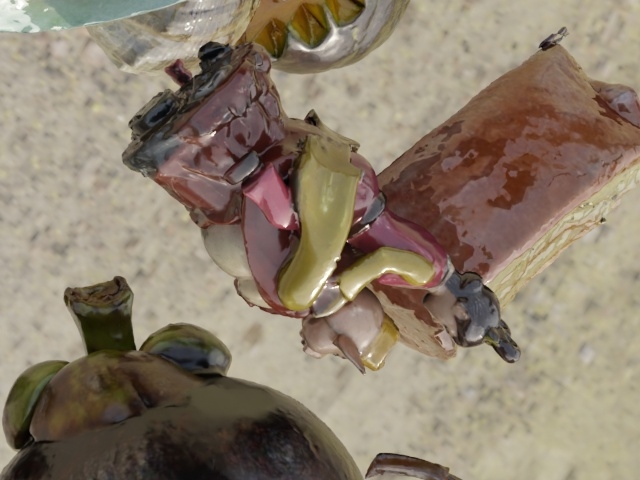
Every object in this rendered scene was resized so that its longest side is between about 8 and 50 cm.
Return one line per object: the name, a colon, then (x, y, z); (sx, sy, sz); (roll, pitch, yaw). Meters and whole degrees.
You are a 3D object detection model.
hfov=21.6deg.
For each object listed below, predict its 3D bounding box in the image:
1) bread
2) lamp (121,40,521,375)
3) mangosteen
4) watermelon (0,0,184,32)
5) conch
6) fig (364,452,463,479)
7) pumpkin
bread: (0.116, -0.029, 1.141); (0.244, 0.123, 0.190); (-44, 166, -2)
lamp: (0.000, 0.000, 0.968); (0.118, 0.118, 0.253); (-47, 108, -11)
mangosteen: (-0.111, 0.214, 1.203); (0.297, 0.313, 0.297); (-13, 124, -20)
watermelon: (-0.189, -0.244, 0.939); (0.289, 0.320, 0.213); (-49, -175, -41)
conch: (-0.136, -0.272, 1.512); (0.291, 0.159, 0.210); (-13, 78, -33)
fig: (0.117, 0.207, 1.089); (0.133, 0.201, 0.146); (-33, 172, -12)
pumpkin: (0.004, -0.222, 1.855); (0.254, 0.130, 0.149); (-23, 128, 17)
